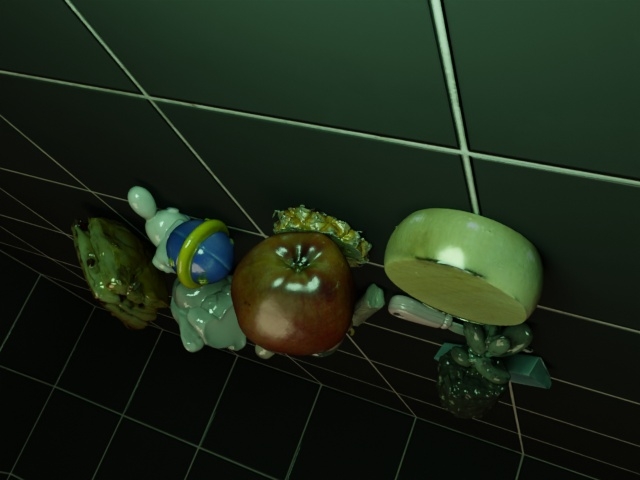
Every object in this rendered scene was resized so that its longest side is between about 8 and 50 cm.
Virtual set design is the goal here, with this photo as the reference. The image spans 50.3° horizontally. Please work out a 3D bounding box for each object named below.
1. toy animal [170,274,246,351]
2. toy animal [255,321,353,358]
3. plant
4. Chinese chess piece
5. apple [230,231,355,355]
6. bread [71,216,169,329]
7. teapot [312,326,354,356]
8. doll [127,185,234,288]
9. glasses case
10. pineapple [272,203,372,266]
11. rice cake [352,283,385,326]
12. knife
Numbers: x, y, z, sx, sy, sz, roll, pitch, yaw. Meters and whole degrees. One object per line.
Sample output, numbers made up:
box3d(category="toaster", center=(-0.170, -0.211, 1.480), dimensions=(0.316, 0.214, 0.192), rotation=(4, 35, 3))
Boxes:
box3d(category="toy animal", center=(-0.309, 0.175, 1.884), dimensions=(0.265, 0.271, 0.206), rotation=(24, 141, 39))
box3d(category="toy animal", center=(-0.048, 0.173, 1.586), dimensions=(0.229, 0.210, 0.221), rotation=(-7, -175, -26))
box3d(category="plant", center=(0.328, 0.255, 1.412), dimensions=(0.146, 0.149, 0.275), rotation=(-5, 137, -16))
box3d(category="Chinese chess piece", center=(0.224, 0.044, 1.073), dimensions=(0.250, 0.097, 0.251), rotation=(21, 162, 7))
box3d(category="apple", center=(-0.048, 0.089, 1.197), dimensions=(0.234, 0.234, 0.234), rotation=(20, 162, 7))
box3d(category="bread", center=(-0.537, 0.078, 1.874), dimensions=(0.277, 0.167, 0.324), rotation=(59, 173, 29))
box3d(category="teapot", center=(0.014, 0.256, 1.915), dimensions=(0.165, 0.130, 0.119), rotation=(-9, 146, -7))
box3d(category="doll", center=(-0.300, 0.029, 1.540), dimensions=(0.242, 0.160, 0.311), rotation=(17, 165, 11))
box3d(category="glasses case", center=(0.413, 0.295, 1.635), dimensions=(0.266, 0.056, 0.105), rotation=(2, 156, 48))
box3d(category="pineapple", center=(0.000, 0.000, 1.288), dimensions=(0.221, 0.047, 0.221), rotation=(19, 162, 6))
box3d(category="rice cake", center=(0.103, 0.156, 1.600), dimensions=(0.052, 0.057, 0.256), rotation=(6, 163, -7))
box3d(category="knife", center=(0.307, 0.199, 1.511), dimensions=(0.335, 0.043, 0.081), rotation=(22, 162, -4))
